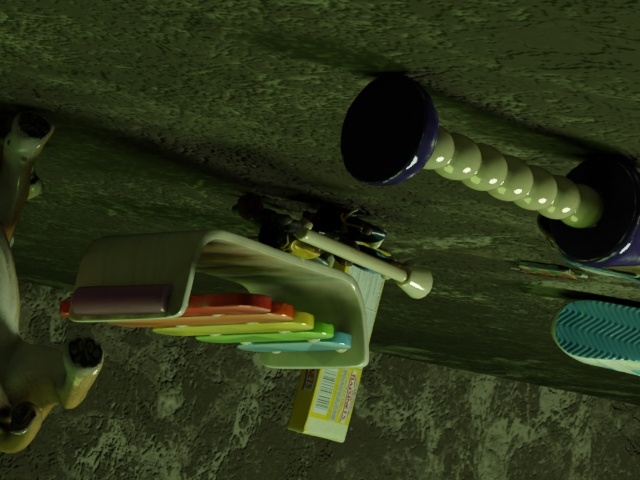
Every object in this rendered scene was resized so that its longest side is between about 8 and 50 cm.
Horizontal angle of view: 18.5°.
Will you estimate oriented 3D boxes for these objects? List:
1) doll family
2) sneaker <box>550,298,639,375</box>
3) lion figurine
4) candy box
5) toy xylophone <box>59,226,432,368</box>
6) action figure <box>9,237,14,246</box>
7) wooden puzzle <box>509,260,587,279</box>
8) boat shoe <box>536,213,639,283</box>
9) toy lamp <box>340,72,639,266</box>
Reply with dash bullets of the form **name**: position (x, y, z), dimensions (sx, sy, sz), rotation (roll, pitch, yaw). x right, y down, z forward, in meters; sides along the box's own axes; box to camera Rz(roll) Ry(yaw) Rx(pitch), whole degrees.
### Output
- **doll family**: position (0.000, 0.000, 1.812), dimensions (0.193, 0.076, 0.111), rotation (1, 165, 29)
- **sneaker**: position (0.366, 0.112, 2.166), dimensions (0.228, 0.087, 0.092), rotation (17, 180, 0)
- **lion figurine**: position (-0.275, 0.043, 1.587), dimensions (0.142, 0.392, 0.240), rotation (6, 141, -19)
- **candy box**: position (0.020, 0.102, 2.028), dimensions (0.027, 0.206, 0.105), rotation (12, 174, 23)
- **toy xylophone**: position (-0.056, 0.049, 1.676), dimensions (0.236, 0.081, 0.322), rotation (-5, 166, 39)
- **action figure**: position (-0.389, -0.046, 1.885), dimensions (0.232, 0.137, 0.063), rotation (16, -170, 33)
- **wooden puzzle**: position (0.228, 0.030, 1.969), dimensions (0.083, 0.006, 0.049), rotation (8, 173, 22)
- **boat shoe**: position (0.242, 0.004, 1.484), dimensions (0.183, 0.066, 0.066), rotation (4, 169, 43)
- **toy lamp**: position (0.134, -0.038, 1.274), dimensions (0.080, 0.080, 0.274), rotation (3, 169, 45)
